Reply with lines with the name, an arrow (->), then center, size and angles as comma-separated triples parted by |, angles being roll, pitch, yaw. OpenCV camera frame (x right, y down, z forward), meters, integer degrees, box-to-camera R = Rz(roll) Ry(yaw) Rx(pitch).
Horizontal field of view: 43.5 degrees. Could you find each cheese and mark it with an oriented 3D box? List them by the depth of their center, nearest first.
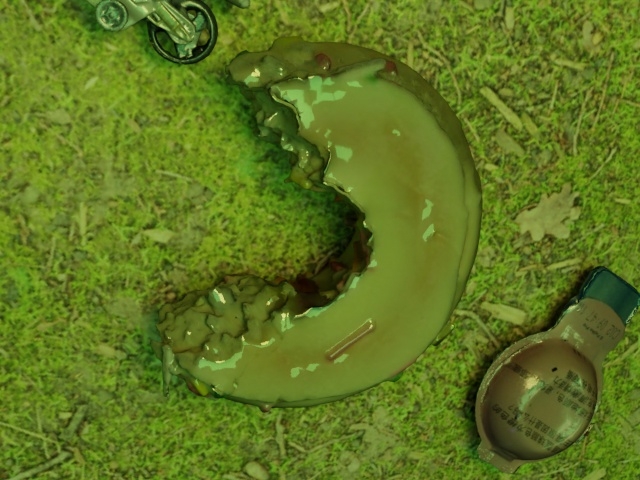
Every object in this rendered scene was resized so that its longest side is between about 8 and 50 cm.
cheese -> 0.296, 0.167, 1.001 | 0.189, 0.074, 0.286 | 31, 94, -25

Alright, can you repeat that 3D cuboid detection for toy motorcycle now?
toy motorcycle -> -0.165, -0.265, 0.707 | 0.229, 0.074, 0.151 | 36, 101, -15

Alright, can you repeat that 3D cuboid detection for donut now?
donut -> 0.009, -0.006, 0.808 | 0.307, 0.150, 0.371 | 12, 105, -21
